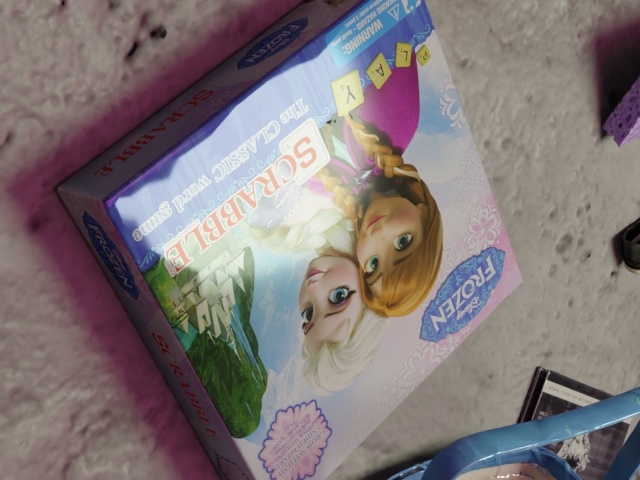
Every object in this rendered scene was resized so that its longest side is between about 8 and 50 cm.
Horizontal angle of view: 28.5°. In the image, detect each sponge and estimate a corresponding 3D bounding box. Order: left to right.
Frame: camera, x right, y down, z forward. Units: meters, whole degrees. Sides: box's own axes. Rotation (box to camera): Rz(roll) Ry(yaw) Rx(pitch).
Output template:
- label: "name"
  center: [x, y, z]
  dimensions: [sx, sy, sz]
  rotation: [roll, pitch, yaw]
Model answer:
- label: "sponge"
  center: [0.378, -0.169, 1.251]
  dimensions: [0.210, 0.031, 0.117]
  rotation: [-25, 157, -34]

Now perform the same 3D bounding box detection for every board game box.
- label: "board game box"
  center: [0.000, 0.000, 0.983]
  dimensions: [0.318, 0.066, 0.318]
  rotation: [-42, 125, -26]

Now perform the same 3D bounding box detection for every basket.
- label: "basket"
  center: [0.155, 0.253, 1.069]
  dimensions: [0.254, 0.201, 0.289]
  rotation: [-6, 135, -34]

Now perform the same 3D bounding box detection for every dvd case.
- label: "dvd case"
  center: [0.238, 0.252, 1.290]
  dimensions: [0.164, 0.018, 0.221]
  rotation: [23, 86, -41]

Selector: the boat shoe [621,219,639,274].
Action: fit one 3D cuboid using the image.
- label: "boat shoe"
  center: [0.363, -0.017, 1.308]
  dimensions: [0.133, 0.049, 0.042]
  rotation: [-35, 130, -24]
